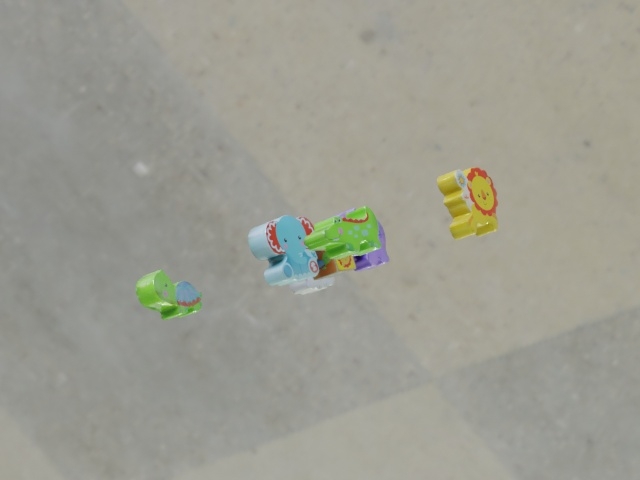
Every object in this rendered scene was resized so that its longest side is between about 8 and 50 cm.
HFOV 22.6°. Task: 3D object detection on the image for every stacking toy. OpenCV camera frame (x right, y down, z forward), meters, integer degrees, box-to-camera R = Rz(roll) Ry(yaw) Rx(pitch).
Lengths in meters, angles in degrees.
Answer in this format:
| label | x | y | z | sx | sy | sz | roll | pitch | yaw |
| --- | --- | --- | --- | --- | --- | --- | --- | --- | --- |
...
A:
| label | x | y | z | sx | sy | sz | roll | pitch | yaw |
| --- | --- | --- | --- | --- | --- | --- | --- | --- | --- |
| stacking toy | 0.000 | 0.000 | 1.092 | 0.167 | 0.221 | 0.052 | -20 | 84 | 35 |
